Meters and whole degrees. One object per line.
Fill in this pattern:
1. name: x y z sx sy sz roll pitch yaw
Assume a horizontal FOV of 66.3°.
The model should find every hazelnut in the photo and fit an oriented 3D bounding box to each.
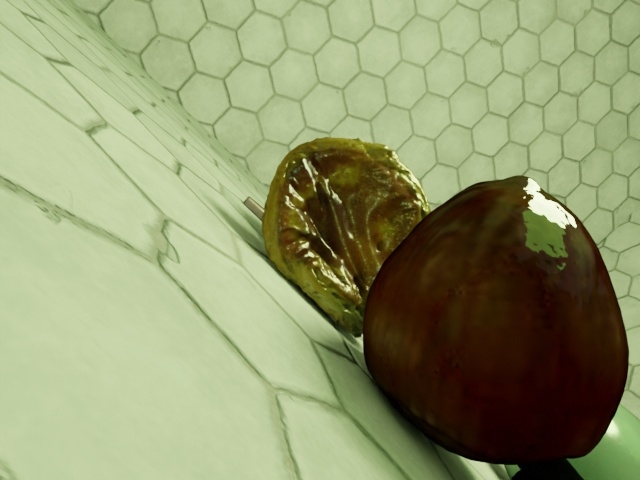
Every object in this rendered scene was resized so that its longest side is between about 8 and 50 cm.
1. hazelnut: 0.242 0.108 0.725 0.353 0.421 0.421 2 -16 22

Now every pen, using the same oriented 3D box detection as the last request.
1. pen: -0.122 -0.042 1.295 0.197 0.032 0.053 42 2 -14

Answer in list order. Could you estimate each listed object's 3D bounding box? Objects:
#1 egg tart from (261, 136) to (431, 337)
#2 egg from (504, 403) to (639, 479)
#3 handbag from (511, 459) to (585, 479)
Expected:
1. egg tart: 0.051 -0.024 0.938 0.351 0.339 0.153 36 -13 -12
2. egg: 0.515 0.437 0.970 0.276 0.276 0.389 43 2 -28
3. handbag: 0.367 0.414 0.619 0.275 0.088 0.244 59 0 2
